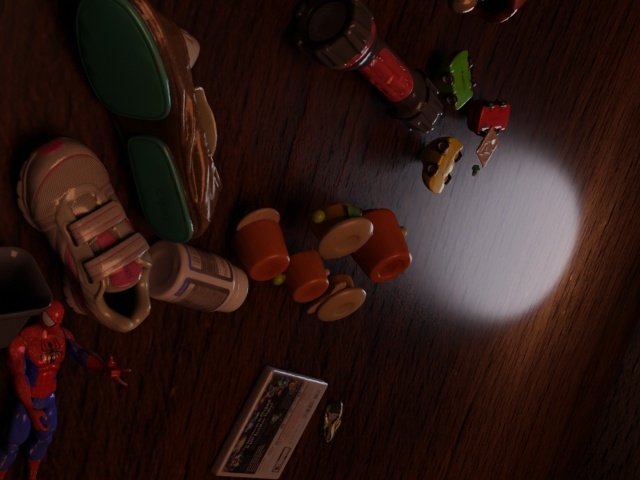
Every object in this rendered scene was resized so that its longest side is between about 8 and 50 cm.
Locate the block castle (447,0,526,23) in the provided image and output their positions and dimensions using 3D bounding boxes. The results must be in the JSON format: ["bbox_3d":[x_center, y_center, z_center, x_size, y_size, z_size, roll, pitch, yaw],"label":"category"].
[{"bbox_3d":[0.099,-0.476,0.853,0.213,0.303,0.453,-40,137,-26],"label":"block castle"}]

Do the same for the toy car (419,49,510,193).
[{"bbox_3d":[0.228,-0.224,1.376,0.239,0.053,0.225,-44,140,-24],"label":"toy car"}]

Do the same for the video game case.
[{"bbox_3d":[-0.081,0.306,1.364,0.173,0.022,0.190,27,91,-54],"label":"video game case"}]

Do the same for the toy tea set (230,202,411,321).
[{"bbox_3d":[0.000,0.000,1.225,0.200,0.124,0.336,-36,150,14],"label":"toy tea set"}]

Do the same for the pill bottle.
[{"bbox_3d":[-0.160,0.050,1.059,0.137,0.078,0.078,25,92,-54],"label":"pill bottle"}]

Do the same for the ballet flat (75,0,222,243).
[{"bbox_3d":[-0.170,-0.152,0.908,0.342,0.116,0.124,78,31,-41],"label":"ballet flat"}]

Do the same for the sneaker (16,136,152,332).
[{"bbox_3d":[-0.241,0.001,0.901,0.103,0.111,0.252,-40,138,-28],"label":"sneaker"}]

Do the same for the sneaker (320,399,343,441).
[{"bbox_3d":[0.023,0.326,1.500,0.035,0.031,0.083,-15,128,-61],"label":"sneaker"}]

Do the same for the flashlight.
[{"bbox_3d":[0.081,-0.238,1.147,0.304,0.103,0.103,30,87,-53],"label":"flashlight"}]

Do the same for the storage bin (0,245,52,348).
[{"bbox_3d":[-0.360,0.065,0.827,0.135,0.098,0.091,-6,144,-49],"label":"storage bin"}]

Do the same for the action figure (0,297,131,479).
[{"bbox_3d":[-0.307,0.206,0.937,0.091,0.139,0.280,-7,115,-50],"label":"action figure"}]

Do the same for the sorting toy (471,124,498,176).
[{"bbox_3d":[0.282,-0.153,1.428,0.083,0.012,0.062,-58,148,-13],"label":"sorting toy"}]

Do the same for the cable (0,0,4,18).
[{"bbox_3d":[-0.349,-0.295,0.656,0.287,0.072,0.139,59,48,-63],"label":"cable"}]
